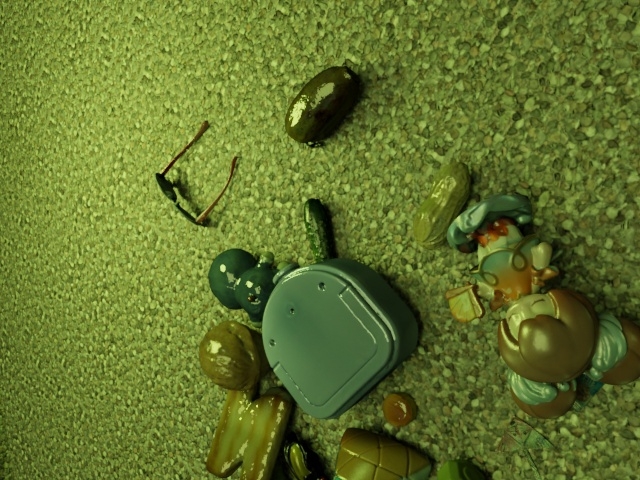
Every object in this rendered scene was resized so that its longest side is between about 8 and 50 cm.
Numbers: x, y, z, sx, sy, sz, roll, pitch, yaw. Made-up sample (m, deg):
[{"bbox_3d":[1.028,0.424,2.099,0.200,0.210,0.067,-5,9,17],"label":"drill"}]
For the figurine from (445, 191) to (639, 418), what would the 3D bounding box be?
[{"bbox_3d":[0.412,0.128,1.212,0.276,0.248,0.388,-41,52,30],"label":"figurine"}]

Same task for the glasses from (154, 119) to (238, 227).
[{"bbox_3d":[-0.365,-0.198,1.904,0.268,0.118,0.234,-44,65,9],"label":"glasses"}]

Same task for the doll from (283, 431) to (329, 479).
[{"bbox_3d":[-0.025,0.634,1.676,0.127,0.088,0.249,-44,72,31],"label":"doll"}]

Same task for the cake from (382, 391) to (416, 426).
[{"bbox_3d":[0.193,0.415,1.520,0.084,0.044,0.084,1,92,37],"label":"cake"}]

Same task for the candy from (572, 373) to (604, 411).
[{"bbox_3d":[0.533,0.274,1.257,0.088,0.038,0.136,42,116,15],"label":"candy"}]

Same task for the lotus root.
[{"bbox_3d":[0.001,-0.341,1.558,0.123,0.124,0.241,50,121,11],"label":"lotus root"}]

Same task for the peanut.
[{"bbox_3d":[0.270,-0.078,1.392,0.090,0.098,0.214,49,121,54],"label":"peanut"}]

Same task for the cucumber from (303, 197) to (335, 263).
[{"bbox_3d":[0.000,0.000,1.622,0.069,0.069,0.228,-13,88,37],"label":"cucumber"}]

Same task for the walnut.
[{"bbox_3d":[-0.238,0.326,1.746,0.213,0.213,0.214,3,95,37],"label":"walnut"}]

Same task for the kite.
[{"bbox_3d":[0.444,0.458,1.356,0.137,0.005,0.153,-20,82,39],"label":"kite"}]

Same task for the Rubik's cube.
[{"bbox_3d":[0.169,0.598,1.511,0.254,0.254,0.255,3,95,37],"label":"Rubik's cube"}]

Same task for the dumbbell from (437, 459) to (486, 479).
[{"bbox_3d":[0.267,0.637,1.437,0.121,0.108,0.302,40,116,19],"label":"dumbbell"}]

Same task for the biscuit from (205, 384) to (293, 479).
[{"bbox_3d":[-0.201,0.549,1.768,0.236,0.062,0.291,5,72,38],"label":"biscuit"}]

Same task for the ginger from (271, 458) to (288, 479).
[{"bbox_3d":[-0.141,0.718,1.771,0.137,0.089,0.290,-31,77,47],"label":"ginger"}]

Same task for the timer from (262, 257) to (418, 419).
[{"bbox_3d":[0.026,0.214,1.545,0.394,0.173,0.395,8,103,34],"label":"timer"}]

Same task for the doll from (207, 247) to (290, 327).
[{"bbox_3d":[-0.204,0.128,1.748,0.258,0.154,0.228,23,111,41],"label":"doll"}]
